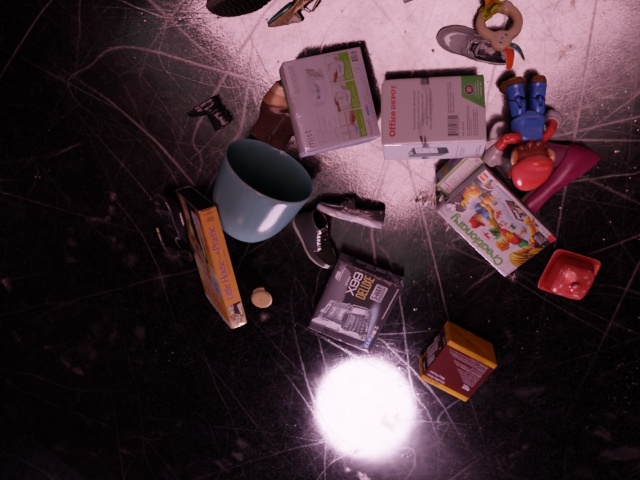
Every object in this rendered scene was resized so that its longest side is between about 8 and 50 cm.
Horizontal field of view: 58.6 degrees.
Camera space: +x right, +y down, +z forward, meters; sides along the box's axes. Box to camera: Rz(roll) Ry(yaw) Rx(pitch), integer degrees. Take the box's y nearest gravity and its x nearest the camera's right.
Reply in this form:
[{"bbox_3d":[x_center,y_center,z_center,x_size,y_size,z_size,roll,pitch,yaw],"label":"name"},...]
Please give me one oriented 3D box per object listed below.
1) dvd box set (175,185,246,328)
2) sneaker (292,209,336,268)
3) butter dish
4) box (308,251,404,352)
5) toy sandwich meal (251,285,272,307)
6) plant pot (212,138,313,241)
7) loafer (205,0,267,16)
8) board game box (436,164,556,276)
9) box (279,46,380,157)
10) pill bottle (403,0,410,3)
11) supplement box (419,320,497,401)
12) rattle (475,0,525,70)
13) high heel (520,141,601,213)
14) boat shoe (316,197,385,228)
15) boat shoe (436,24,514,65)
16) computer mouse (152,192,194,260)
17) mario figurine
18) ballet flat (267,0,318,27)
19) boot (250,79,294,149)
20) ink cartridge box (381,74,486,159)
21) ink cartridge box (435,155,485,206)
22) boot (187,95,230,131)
[{"bbox_3d":[-0.368,0.050,1.904,0.062,0.307,0.420,-20,116,-21],"label":"dvd box set"},{"bbox_3d":[0.000,0.000,1.904,0.118,0.083,0.222,-12,117,55],"label":"sneaker"},{"bbox_3d":[0.815,0.131,1.848,0.160,0.118,0.160,17,115,1],"label":"butter dish"},{"bbox_3d":[0.124,0.220,2.017,0.242,0.076,0.307,23,116,-2],"label":"box"},{"bbox_3d":[-0.217,0.208,2.092,0.086,0.029,0.085,2,119,4],"label":"toy sandwich meal"},{"bbox_3d":[-0.205,-0.135,1.798,0.293,0.293,0.235,30,124,-6],"label":"plant pot"},{"bbox_3d":[-0.171,-0.762,1.597,0.366,0.134,0.130,-28,82,10],"label":"loafer"},{"bbox_3d":[0.524,-0.056,1.711,0.305,0.053,0.193,42,117,-8],"label":"board game box"},{"bbox_3d":[0.024,-0.394,1.641,0.231,0.127,0.262,-15,94,-8],"label":"box"},{"bbox_3d":[0.328,-0.737,1.501,0.272,0.152,0.152,-19,110,16],"label":"pill bottle"},{"bbox_3d":[0.484,0.430,2.030,0.191,0.129,0.194,28,115,-5],"label":"supplement box"},{"bbox_3d":[0.495,-0.579,1.518,0.130,0.199,0.143,-2,159,-8],"label":"rattle"},{"bbox_3d":[0.702,-0.112,1.742,0.181,0.127,0.377,18,113,12],"label":"high heel"},{"bbox_3d":[0.104,-0.103,1.876,0.228,0.080,0.076,16,97,5],"label":"boat shoe"},{"bbox_3d":[0.442,-0.550,1.610,0.227,0.081,0.079,16,116,1],"label":"boat shoe"},{"bbox_3d":[-0.519,-0.057,1.979,0.184,0.060,0.262,7,124,45],"label":"computer mouse"},{"bbox_3d":[0.586,-0.302,1.657,0.198,0.170,0.320,-2,88,36],"label":"mario figurine"},{"bbox_3d":[-0.064,-0.670,1.642,0.206,0.073,0.067,-35,120,25],"label":"ballet flat"},{"bbox_3d":[-0.077,-0.368,1.790,0.248,0.090,0.207,26,129,-7],"label":"boot"},{"bbox_3d":[0.322,-0.353,1.647,0.289,0.121,0.211,0,75,9],"label":"ink cartridge box"},{"bbox_3d":[0.410,-0.203,1.760,0.062,0.109,0.209,39,115,-9],"label":"ink cartridge box"},{"bbox_3d":[-0.354,-0.396,1.826,0.121,0.045,0.099,-24,112,18],"label":"boot"}]
